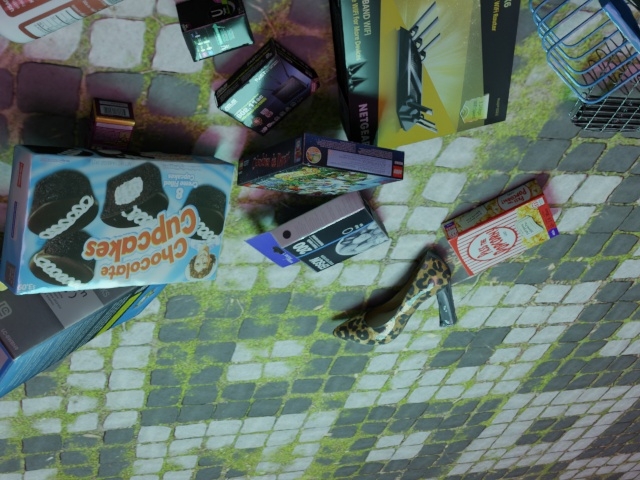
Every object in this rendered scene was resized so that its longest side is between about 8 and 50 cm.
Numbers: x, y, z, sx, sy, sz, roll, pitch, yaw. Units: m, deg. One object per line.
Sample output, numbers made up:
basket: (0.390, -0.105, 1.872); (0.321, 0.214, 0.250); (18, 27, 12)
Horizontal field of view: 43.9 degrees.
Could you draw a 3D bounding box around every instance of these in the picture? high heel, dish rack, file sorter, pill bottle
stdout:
high heel: (0.136, 0.112, 1.592); (0.261, 0.093, 0.186); (-12, 125, 7)
dish rack: (0.511, -0.281, 1.239); (0.208, 0.074, 0.271); (0, 141, -19)
file sorter: (0.361, -0.286, 1.075); (0.104, 0.170, 0.118); (-35, 120, 30)
pill bottle: (-0.307, -0.292, 0.870); (0.216, 0.121, 0.121); (-21, 142, 6)

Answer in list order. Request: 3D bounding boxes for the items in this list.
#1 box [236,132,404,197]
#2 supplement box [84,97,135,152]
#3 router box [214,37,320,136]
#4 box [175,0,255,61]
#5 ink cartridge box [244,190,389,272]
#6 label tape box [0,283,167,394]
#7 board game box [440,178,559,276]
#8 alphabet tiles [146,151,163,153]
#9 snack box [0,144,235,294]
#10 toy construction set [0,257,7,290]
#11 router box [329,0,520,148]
box: (-0.006, -0.105, 1.172); (0.159, 0.044, 0.233); (6, 174, -27)
supplement box: (-0.296, -0.151, 1.111); (0.055, 0.043, 0.083); (4, 137, -27)
router box: (-0.075, -0.213, 1.122); (0.122, 0.038, 0.092); (-38, 137, 25)
box: (-0.133, -0.274, 1.006); (0.083, 0.062, 0.052); (-17, 143, 0)
ink cartridge box: (0.000, 0.000, 1.366); (0.208, 0.045, 0.206); (-24, 160, 10)
label tape box: (-0.404, 0.110, 1.272); (0.334, 0.106, 0.241); (-34, 176, -44)
board game box: (0.344, -0.021, 1.513); (0.194, 0.045, 0.147); (-27, 141, 13)
alphabet tiles: (-0.305, -0.031, 1.274); (0.278, 0.021, 0.284); (-8, 141, -12)
snack box: (-0.274, -0.030, 1.116); (0.322, 0.060, 0.187); (-3, 110, -45)
toy construction set: (-0.599, 0.041, 1.082); (0.328, 0.215, 0.151); (-22, 139, -15)
router box: (0.143, -0.272, 1.098); (0.243, 0.081, 0.308); (-14, 142, -4)
